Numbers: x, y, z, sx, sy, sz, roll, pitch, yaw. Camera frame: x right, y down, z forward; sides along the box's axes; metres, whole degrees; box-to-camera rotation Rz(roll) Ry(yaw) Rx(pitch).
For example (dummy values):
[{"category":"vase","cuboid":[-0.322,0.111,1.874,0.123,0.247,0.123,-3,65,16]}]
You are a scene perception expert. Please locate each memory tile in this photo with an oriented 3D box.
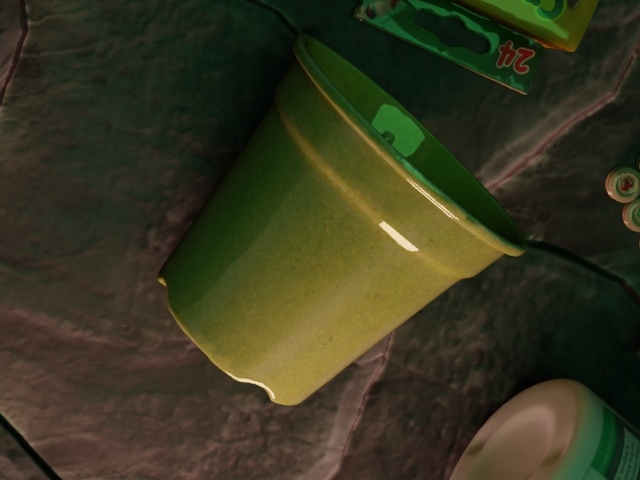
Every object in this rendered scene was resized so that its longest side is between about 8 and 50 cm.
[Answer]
[{"category":"memory tile","cuboid":[0.374,-0.055,1.369,0.148,0.012,0.113,-32,105,-3]}]

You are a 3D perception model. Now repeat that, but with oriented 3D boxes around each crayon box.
[{"category":"crayon box","cuboid":[0.186,-0.315,1.250,0.202,0.081,0.318,21,97,-14]}]

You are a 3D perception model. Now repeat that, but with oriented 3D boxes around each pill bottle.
[{"category":"pill bottle","cuboid":[0.314,0.319,1.333,0.361,0.204,0.204,40,92,-14]}]

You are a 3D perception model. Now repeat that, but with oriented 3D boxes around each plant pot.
[{"category":"plant pot","cuboid":[0.000,0.000,1.205,0.276,0.276,0.254,39,104,-15]}]

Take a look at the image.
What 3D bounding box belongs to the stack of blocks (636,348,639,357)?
[{"category":"stack of blocks","cuboid":[0.464,0.180,1.350,0.297,0.171,0.087,38,92,-14]}]
